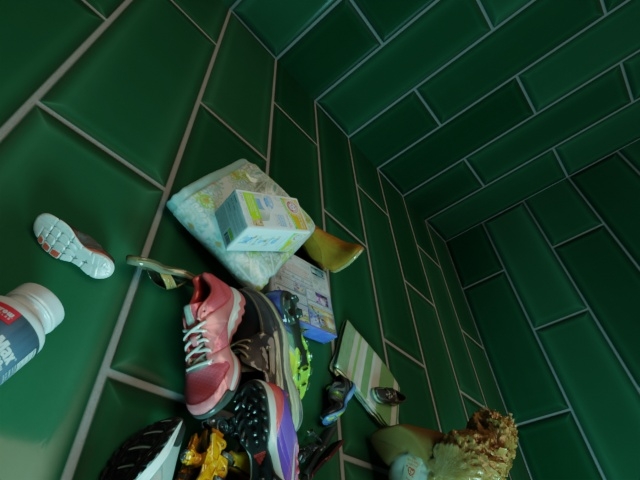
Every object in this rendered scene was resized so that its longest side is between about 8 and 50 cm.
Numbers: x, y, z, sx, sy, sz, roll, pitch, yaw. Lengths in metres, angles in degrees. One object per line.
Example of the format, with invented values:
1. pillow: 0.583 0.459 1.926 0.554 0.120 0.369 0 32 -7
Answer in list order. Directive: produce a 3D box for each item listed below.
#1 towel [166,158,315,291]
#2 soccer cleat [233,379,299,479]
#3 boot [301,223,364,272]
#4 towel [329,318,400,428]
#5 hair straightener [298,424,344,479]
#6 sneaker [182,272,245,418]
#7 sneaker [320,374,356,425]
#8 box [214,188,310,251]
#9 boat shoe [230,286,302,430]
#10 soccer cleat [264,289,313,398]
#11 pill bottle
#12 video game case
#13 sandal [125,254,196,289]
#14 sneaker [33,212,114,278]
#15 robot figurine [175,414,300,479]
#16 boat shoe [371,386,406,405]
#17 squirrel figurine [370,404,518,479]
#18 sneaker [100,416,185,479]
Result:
1. towel: -0.197 -0.062 1.155 0.320 0.090 0.374 45 35 -3
2. soccer cleat: -0.076 0.409 0.726 0.116 0.109 0.318 33 33 -48
3. boot: 0.000 0.000 1.349 0.104 0.295 0.211 -43 99 -26
4. towel: 0.157 0.452 1.360 0.324 0.038 0.248 51 26 -12
5. hair straightener: -0.021 0.505 0.989 0.230 0.047 0.089 -12 72 -58
6. sneaker: -0.239 0.196 0.827 0.136 0.116 0.313 56 17 -39
7. sneaker: 0.037 0.442 1.143 0.078 0.067 0.188 38 26 8
8. box: -0.143 -0.045 1.037 0.203 0.103 0.114 4 56 -46
9. boat shoe: -0.146 0.267 0.921 0.130 0.132 0.355 13 49 -56
10. soccer cleat: -0.097 0.267 1.047 0.093 0.121 0.288 -20 101 -66
11. pill bottle: -0.450 0.138 0.557 0.108 0.108 0.180 51 26 -15
12. video game case: -0.071 0.161 1.246 0.270 0.061 0.244 32 35 -40
13. sandal: -0.336 0.077 0.874 0.180 0.072 0.049 34 63 -53
14. sneaker: -0.456 0.010 0.768 0.158 0.061 0.065 48 0 -21
15. robot figurine: -0.151 0.460 0.752 0.291 0.085 0.211 47 27 -22
16. boat shoe: 0.221 0.495 1.320 0.152 0.049 0.056 30 36 -43
17. squirrel figurine: 0.394 0.646 1.146 0.371 0.397 0.281 26 34 -34
18. sneaker: -0.275 0.395 0.613 0.108 0.100 0.271 61 25 -28
